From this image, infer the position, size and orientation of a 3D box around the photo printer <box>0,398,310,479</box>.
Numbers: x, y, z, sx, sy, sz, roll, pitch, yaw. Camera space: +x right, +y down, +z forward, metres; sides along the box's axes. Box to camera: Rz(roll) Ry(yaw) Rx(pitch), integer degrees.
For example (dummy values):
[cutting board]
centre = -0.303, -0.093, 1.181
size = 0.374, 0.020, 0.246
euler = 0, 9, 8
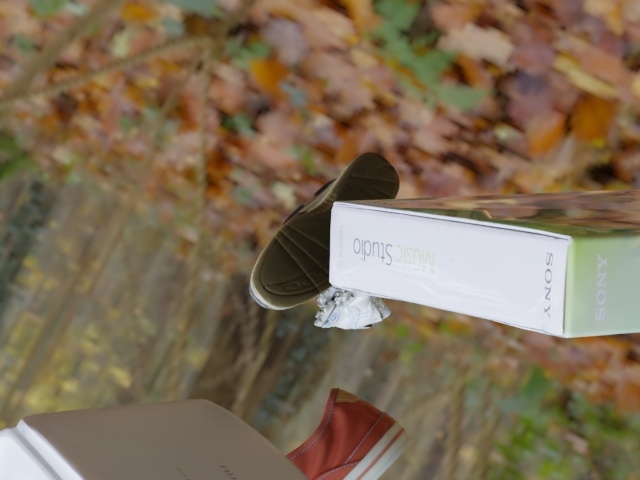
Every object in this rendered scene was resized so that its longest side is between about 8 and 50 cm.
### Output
[photo printer]
centre = -0.101, 0.242, 1.523
size = 0.256, 0.107, 0.307
euler = 43, -159, 27

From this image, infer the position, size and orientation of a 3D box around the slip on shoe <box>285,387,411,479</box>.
[slip on shoe]
centre = -0.060, 0.273, 1.776
size = 0.101, 0.331, 0.123
euler = 45, 176, 6

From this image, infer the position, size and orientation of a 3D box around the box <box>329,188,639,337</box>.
[box]
centre = 0.199, 0.005, 1.061
size = 0.322, 0.058, 0.232
euler = -4, -173, -30

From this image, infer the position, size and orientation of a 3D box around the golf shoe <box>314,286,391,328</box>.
[golf shoe]
centre = 0.056, 0.069, 2.355
size = 0.086, 0.069, 0.176
euler = 15, 160, -11

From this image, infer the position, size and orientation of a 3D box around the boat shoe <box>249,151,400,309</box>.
[boat shoe]
centre = 0.000, -0.001, 1.905
size = 0.080, 0.223, 0.073
euler = 43, 148, -3
